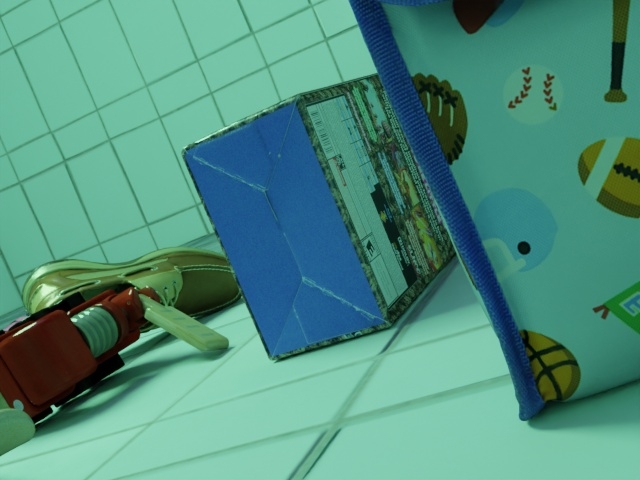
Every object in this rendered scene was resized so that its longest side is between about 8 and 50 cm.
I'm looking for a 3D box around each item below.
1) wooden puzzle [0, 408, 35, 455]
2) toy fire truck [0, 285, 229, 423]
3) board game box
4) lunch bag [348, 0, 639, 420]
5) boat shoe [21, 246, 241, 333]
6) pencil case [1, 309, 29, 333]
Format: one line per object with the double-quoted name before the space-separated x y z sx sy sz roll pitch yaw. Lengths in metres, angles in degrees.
"wooden puzzle" -0.430 0.257 0.750 0.322 0.081 0.347 -27 3 -39
"toy fire truck" -0.259 0.124 1.051 0.246 0.159 0.217 -31 1 30
"board game box" 0.018 -0.041 0.959 0.141 0.232 0.291 -19 6 26
"lunch bag" 0.189 -0.141 0.500 0.327 0.386 0.239 -20 6 12
"boat shoe" -0.267 0.091 1.306 0.323 0.123 0.120 -7 24 -23
"pencil case" -0.628 0.216 1.728 0.098 0.095 0.209 -2 17 24
